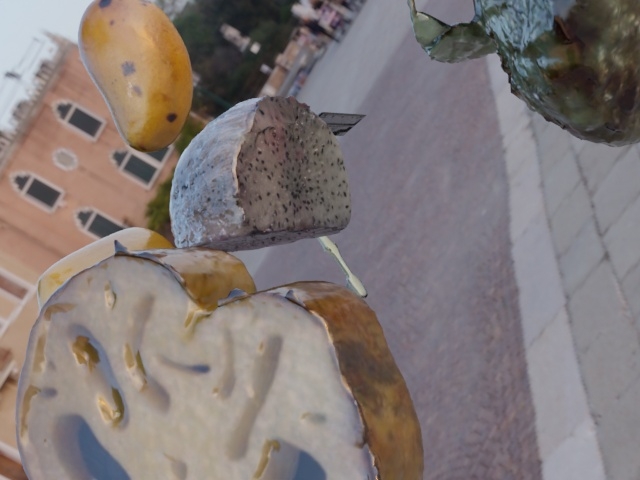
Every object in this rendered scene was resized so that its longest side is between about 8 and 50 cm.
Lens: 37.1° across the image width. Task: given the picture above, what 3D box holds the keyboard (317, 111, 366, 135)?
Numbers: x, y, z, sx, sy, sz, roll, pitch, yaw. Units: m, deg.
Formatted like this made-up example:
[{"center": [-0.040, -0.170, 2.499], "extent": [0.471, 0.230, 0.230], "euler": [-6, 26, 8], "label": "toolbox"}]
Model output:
[{"center": [0.020, -0.198, 1.626], "extent": [0.063, 0.010, 0.198], "euler": [-38, -9, 22], "label": "keyboard"}]

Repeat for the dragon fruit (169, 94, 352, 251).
[{"center": [-0.111, -0.092, 1.427], "extent": [0.221, 0.204, 0.283], "euler": [-14, -7, 37], "label": "dragon fruit"}]

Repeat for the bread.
[{"center": [-0.254, 0.064, 1.225], "extent": [0.098, 0.147, 0.217], "euler": [-26, 7, 34], "label": "bread"}]

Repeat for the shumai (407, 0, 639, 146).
[{"center": [0.241, -0.311, 0.922], "extent": [0.348, 0.395, 0.395], "euler": [32, 92, 40], "label": "shumai"}]

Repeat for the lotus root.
[{"center": [-0.102, 0.189, 0.819], "extent": [0.111, 0.390, 0.375], "euler": [7, -72, -65], "label": "lotus root"}]

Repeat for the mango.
[{"center": [-0.200, -0.190, 1.059], "extent": [0.115, 0.178, 0.090], "euler": [-26, 0, 23], "label": "mango"}]

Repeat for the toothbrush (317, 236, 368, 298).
[{"center": [0.002, -0.004, 1.762], "extent": [0.026, 0.294, 0.028], "euler": [-12, -31, -39], "label": "toothbrush"}]
